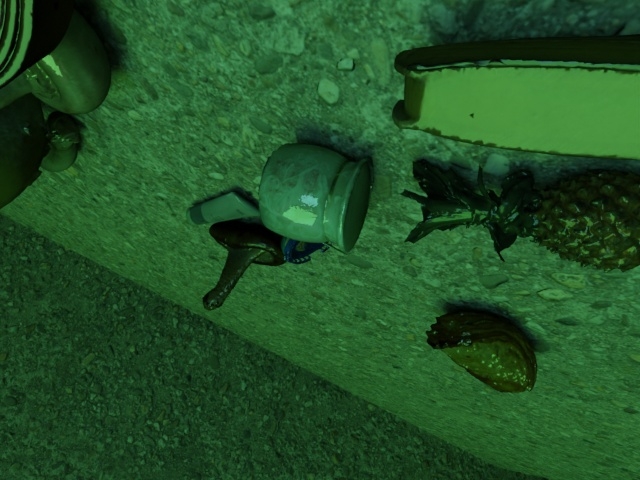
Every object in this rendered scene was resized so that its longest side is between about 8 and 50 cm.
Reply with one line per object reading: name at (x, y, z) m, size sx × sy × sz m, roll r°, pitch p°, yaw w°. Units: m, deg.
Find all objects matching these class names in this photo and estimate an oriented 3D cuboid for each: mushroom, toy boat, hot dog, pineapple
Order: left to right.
mushroom at (-0.418, -0.266, 0.616) m, size 0.206 × 0.209 × 0.206 m, roll 6°, pitch 130°, yaw 7°
mushroom at (-0.624, -0.223, 1.007) m, size 0.225 × 0.093 × 0.116 m, roll 2°, pitch 126°, yaw 50°
mushroom at (-0.195, 0.071, 1.010) m, size 0.227 × 0.217 × 0.148 m, roll 5°, pitch 154°, yaw 39°
toy boat at (0.000, 0.000, 0.747) m, size 0.110 × 0.175 × 0.091 m, roll 22°, pitch 122°, yaw 27°
hot dog at (0.358, 0.234, 0.936) m, size 0.259 × 0.114 × 0.175 m, roll 35°, pitch 149°, yaw -23°
pineapple at (0.232, -0.037, 0.526) m, size 0.277 × 0.119 × 0.130 m, roll 8°, pitch 169°, yaw 38°
toy boat at (0.215, -0.124, 0.359) m, size 0.321 × 0.121 × 0.089 m, roll 12°, pitch 127°, yaw 27°

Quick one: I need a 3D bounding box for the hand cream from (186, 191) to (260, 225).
hand cream at (-0.235, -0.068, 0.990) m, size 0.255 × 0.048 × 0.079 m, roll -7°, pitch 148°, yaw 47°

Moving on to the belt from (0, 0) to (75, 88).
belt at (-0.362, -0.318, 0.404) m, size 0.217 × 0.122 × 0.338 m, roll 13°, pitch 132°, yaw -11°

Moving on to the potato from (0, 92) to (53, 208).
potato at (-0.663, -0.225, 0.688) m, size 0.319 × 0.385 × 0.442 m, roll 11°, pitch 146°, yaw 29°

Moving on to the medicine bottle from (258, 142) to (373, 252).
medicine bottle at (-0.001, -0.066, 0.648) m, size 0.143 × 0.147 × 0.147 m, roll 15°, pitch 153°, yaw 16°
